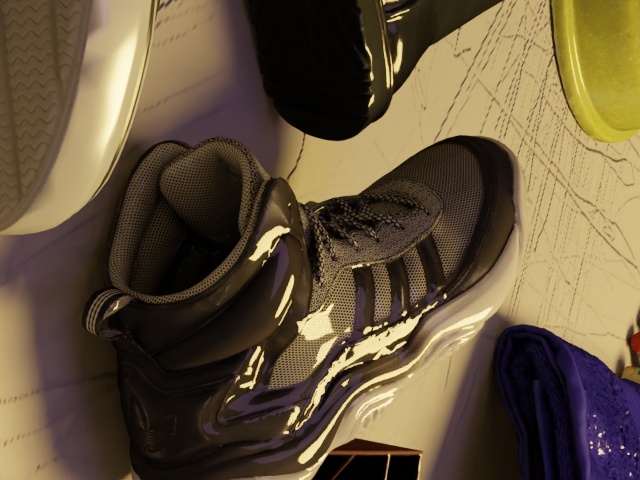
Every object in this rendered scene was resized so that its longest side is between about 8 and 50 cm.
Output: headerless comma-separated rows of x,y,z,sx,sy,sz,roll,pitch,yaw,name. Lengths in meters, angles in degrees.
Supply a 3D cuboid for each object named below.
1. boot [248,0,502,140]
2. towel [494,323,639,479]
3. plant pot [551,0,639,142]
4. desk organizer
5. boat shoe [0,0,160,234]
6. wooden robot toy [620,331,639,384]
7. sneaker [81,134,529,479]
0.042,-0.198,0.854,0.207,0.094,0.246,-47,142,-41,boot
0.235,0.200,1.208,0.308,0.076,0.227,29,51,-50,towel
0.337,-0.199,1.218,0.276,0.254,0.276,-20,113,-58,plant pot
0.004,0.130,0.910,0.130,0.050,0.047,12,86,-61,desk organizer
-0.082,-0.168,0.615,0.119,0.121,0.335,1,93,-56,boat shoe
0.300,0.111,1.403,0.173,0.079,0.076,-54,140,-41,wooden robot toy
0.000,0.000,0.789,0.268,0.101,0.153,-44,133,-29,sneaker
